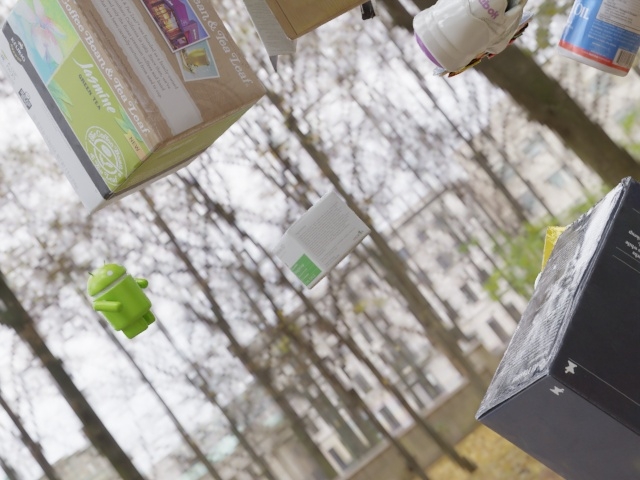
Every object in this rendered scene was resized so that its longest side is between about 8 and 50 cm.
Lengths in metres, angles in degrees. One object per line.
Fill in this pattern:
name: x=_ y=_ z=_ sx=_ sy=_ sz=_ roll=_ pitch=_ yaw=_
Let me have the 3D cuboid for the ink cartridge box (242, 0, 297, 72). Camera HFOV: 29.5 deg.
ink cartridge box: x=-0.065 y=-0.512 z=2.163 sx=0.071 sy=0.324 sz=0.330 roll=3 pitch=-17 yaw=12

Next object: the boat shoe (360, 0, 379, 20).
boat shoe: x=0.080 y=-0.485 z=2.369 sx=0.038 sy=0.125 sz=0.046 roll=-19 pitch=-14 yaw=3

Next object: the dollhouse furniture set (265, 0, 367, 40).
dollhouse furniture set: x=-0.077 y=-0.462 z=1.347 sx=0.362 sy=0.394 sz=0.256 roll=-27 pitch=-20 yaw=5

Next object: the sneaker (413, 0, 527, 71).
sneaker: x=0.233 y=-0.313 z=1.590 sx=0.152 sy=0.114 sz=0.305 roll=-37 pitch=6 yaw=33

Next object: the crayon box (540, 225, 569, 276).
crayon box: x=0.530 y=0.148 z=1.947 sx=0.362 sy=0.313 sz=0.106 roll=5 pitch=-7 yaw=29

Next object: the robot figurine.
robot figurine: x=-0.286 y=0.082 z=1.734 sx=0.067 sy=0.115 sz=0.101 roll=-31 pitch=9 yaw=28

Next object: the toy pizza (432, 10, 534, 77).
toy pizza: x=0.284 y=-0.331 z=2.095 sx=0.201 sy=0.032 sz=0.201 roll=-32 pitch=7 yaw=4

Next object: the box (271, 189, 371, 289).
box: x=0.000 y=0.000 z=1.778 sx=0.102 sy=0.087 sz=0.101 roll=-42 pitch=-2 yaw=-23

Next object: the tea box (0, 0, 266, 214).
tea box: x=-0.312 y=-0.269 z=1.918 sx=0.220 sy=0.329 sz=0.323 roll=-31 pitch=-2 yaw=-36

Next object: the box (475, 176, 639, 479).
box: x=0.415 y=0.159 z=1.467 sx=0.312 sy=0.343 sz=0.179 roll=-58 pitch=4 yaw=-34

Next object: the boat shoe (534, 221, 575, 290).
boat shoe: x=0.486 y=0.067 z=2.305 sx=0.116 sy=0.099 sz=0.319 roll=-24 pitch=16 yaw=26

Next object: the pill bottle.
pill bottle: x=0.470 y=-0.382 z=1.929 sx=0.124 sy=0.124 sz=0.222 roll=-16 pitch=-52 yaw=-67
